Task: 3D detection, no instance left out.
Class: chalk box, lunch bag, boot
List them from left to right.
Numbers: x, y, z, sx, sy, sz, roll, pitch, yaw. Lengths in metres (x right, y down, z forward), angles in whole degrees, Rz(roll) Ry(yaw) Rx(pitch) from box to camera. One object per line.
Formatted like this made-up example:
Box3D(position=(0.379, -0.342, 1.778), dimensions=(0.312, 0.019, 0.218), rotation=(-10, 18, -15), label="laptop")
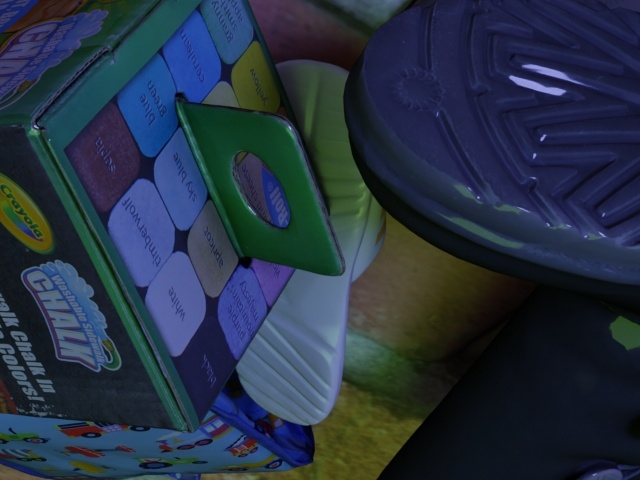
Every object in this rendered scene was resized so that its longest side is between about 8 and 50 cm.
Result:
Box3D(position=(-0.119, -0.029, 0.595), dimensions=(0.288, 0.179, 0.180), rotation=(0, 128, 28), label="chalk box")
Box3D(position=(-0.143, 0.124, 0.878), dimensions=(0.220, 0.138, 0.293), rotation=(-7, 145, 15), label="lunch bag")
Box3D(position=(0.114, 0.074, 0.697), dimensions=(0.367, 0.146, 0.445), rotation=(5, 144, -22), label="boot")

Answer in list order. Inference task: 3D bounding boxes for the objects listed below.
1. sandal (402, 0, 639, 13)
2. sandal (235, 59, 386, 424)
Box3D(position=(0.115, -0.110, 0.604), dimensions=(0.219, 0.060, 0.090), rotation=(-27, 127, 34), label="sandal")
Box3D(position=(-0.010, -0.003, 0.733), dimensions=(0.102, 0.076, 0.265), rotation=(20, 128, 18), label="sandal")
